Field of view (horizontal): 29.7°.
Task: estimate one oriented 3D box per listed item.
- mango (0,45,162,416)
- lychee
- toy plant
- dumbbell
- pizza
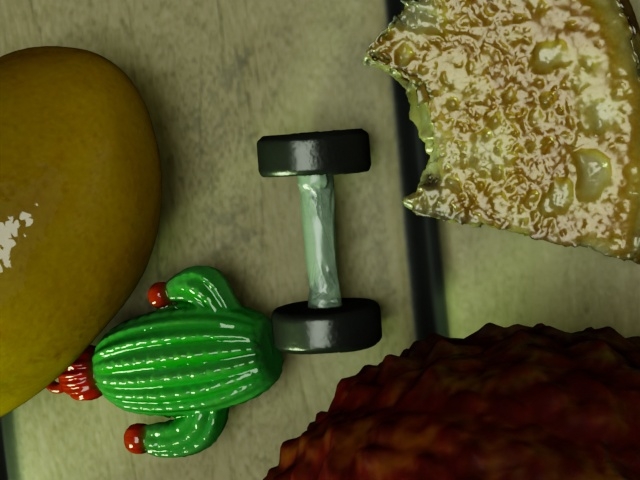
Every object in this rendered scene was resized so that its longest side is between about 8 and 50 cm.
[{"bbox_3d":[-0.331,0.007,1.099,0.446,0.232,0.300,-39,79,7],"label":"mango"},{"bbox_3d":[0.176,0.270,0.867,0.500,0.425,0.424,14,101,34],"label":"lychee"},{"bbox_3d":[-0.144,0.126,1.125,0.240,0.088,0.154,-36,85,22],"label":"toy plant"},{"bbox_3d":[0.000,0.000,1.060,0.100,0.100,0.191,-4,95,17],"label":"dumbbell"},{"bbox_3d":[0.161,-0.120,1.005,0.223,0.089,0.323,-16,90,12],"label":"pizza"}]
